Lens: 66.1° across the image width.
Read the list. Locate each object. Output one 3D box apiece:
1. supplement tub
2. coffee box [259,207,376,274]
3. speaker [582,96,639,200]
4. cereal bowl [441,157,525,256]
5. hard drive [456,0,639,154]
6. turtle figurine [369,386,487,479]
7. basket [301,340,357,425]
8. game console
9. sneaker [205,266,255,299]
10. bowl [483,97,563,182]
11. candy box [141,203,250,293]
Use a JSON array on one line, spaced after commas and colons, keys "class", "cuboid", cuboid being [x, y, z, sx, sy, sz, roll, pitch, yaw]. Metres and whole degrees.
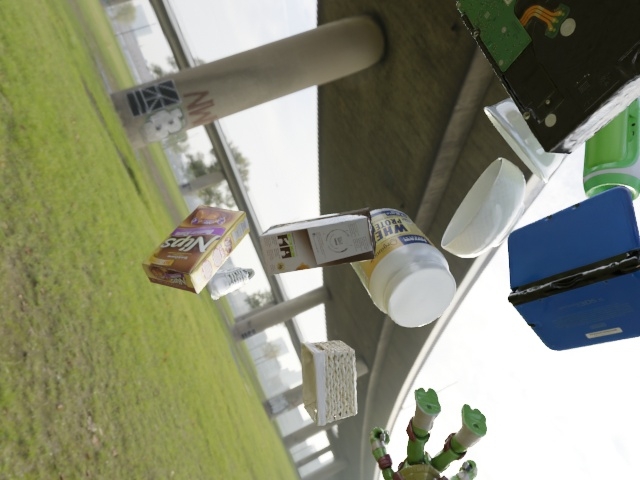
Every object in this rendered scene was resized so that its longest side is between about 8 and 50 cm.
[{"class": "supplement tub", "cuboid": [0.221, 0.071, 1.395, 0.316, 0.228, 0.228, -119, -168, -55]}, {"class": "coffee box", "cuboid": [0.000, 0.000, 1.143, 0.141, 0.246, 0.098, -62, 142, -74]}, {"class": "speaker", "cuboid": [0.706, -0.237, 1.179, 0.131, 0.131, 0.297, 101, 5, -69]}, {"class": "cereal bowl", "cuboid": [0.529, -0.083, 1.542, 0.141, 0.339, 0.339, 32, -17, 4]}, {"class": "hard drive", "cuboid": [0.332, -0.322, 0.675, 0.237, 0.064, 0.339, -54, -133, 49]}, {"class": "turtle figurine", "cuboid": [0.208, 0.402, 0.966, 0.197, 0.274, 0.266, 38, -58, 34]}, {"class": "basket", "cuboid": [0.020, 0.321, 1.137, 0.113, 0.103, 0.167, -170, -104, -71]}, {"class": "game console", "cuboid": [0.565, 0.072, 1.045, 0.250, 0.173, 0.293, 49, -38, -7]}, {"class": "sneaker", "cuboid": [-0.280, 0.118, 1.507, 0.235, 0.094, 0.090, -22, 90, -78]}, {"class": "bowl", "cuboid": [0.638, -0.329, 1.483, 0.298, 0.134, 0.298, 42, 22, -21]}, {"class": "candy box", "cuboid": [-0.226, 0.010, 0.914, 0.109, 0.187, 0.053, 10, -47, 22]}]
